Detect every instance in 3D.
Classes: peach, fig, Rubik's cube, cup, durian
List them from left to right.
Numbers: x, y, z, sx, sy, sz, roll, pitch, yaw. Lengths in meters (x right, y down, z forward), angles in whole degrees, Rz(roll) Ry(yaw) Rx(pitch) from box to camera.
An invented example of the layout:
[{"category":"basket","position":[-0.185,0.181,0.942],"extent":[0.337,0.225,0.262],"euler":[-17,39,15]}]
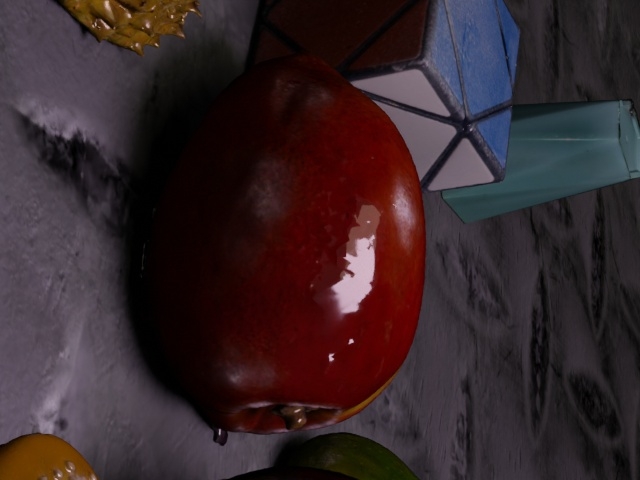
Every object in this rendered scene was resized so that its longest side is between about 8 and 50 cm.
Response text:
[{"category":"durian","position":[-0.149,-0.255,1.264],"extent":[0.305,0.185,0.196],"euler":[3,103,-71]},{"category":"peach","position":[0.000,0.000,1.321],"extent":[0.257,0.201,0.362],"euler":[37,63,-52]},{"category":"fig","position":[0.046,0.245,1.442],"extent":[0.123,0.156,0.123],"euler":[-2,90,-66]},{"category":"Rubik's cube","position":[0.069,-0.180,1.540],"extent":[0.205,0.207,0.205],"euler":[49,41,-46]},{"category":"cup","position":[0.277,-0.109,1.898],"extent":[0.148,0.235,0.134],"euler":[-67,141,-49]}]

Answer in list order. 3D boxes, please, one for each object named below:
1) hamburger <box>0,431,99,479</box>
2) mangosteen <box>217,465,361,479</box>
[{"category":"hamburger","position":[-0.206,0.203,1.002],"extent":[0.162,0.115,0.162],"euler":[29,57,-59]},{"category":"mangosteen","position":[-0.021,0.318,1.168],"extent":[0.311,0.311,0.311],"euler":[25,61,-59]}]
